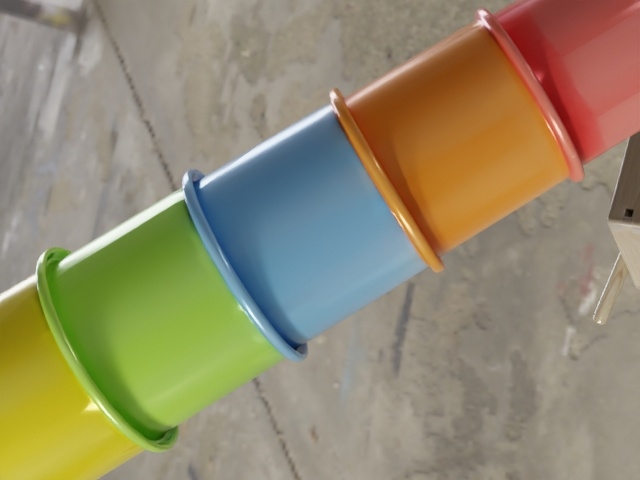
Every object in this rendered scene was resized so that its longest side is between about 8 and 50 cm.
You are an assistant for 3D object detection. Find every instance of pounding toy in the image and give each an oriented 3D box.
[{"bbox_3d":[0.228,-0.020,0.813,0.100,0.141,0.130,10,70,27],"label":"pounding toy"}]

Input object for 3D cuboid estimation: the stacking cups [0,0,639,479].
[{"bbox_3d":[0.000,0.000,0.470,0.316,0.096,0.096,-29,43,7],"label":"stacking cups"}]
